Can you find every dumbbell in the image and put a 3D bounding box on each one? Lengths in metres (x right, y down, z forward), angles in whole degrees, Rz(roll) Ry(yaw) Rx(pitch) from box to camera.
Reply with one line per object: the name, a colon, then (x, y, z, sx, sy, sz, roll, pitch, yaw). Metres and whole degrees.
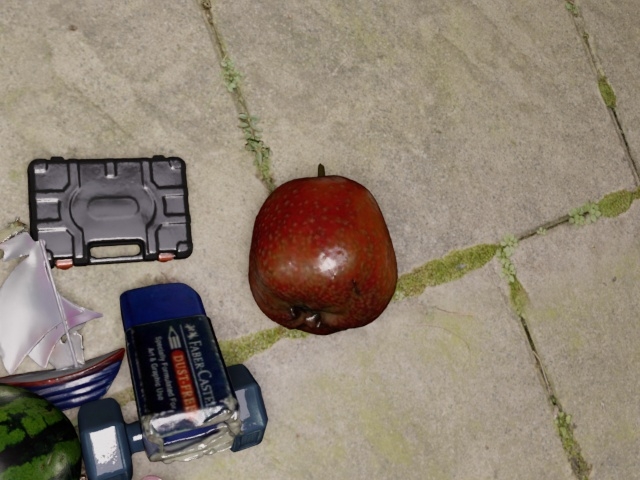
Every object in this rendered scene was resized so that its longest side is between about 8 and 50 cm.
dumbbell: (-0.258, 0.327, 1.134, 0.317, 0.156, 0.143, -12, 115, -22)

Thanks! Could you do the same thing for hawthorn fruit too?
hawthorn fruit: (0.000, 0.000, 1.238, 0.285, 0.284, 0.368, 7, 59, -19)

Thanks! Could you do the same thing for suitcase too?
suitcase: (-0.389, -0.055, 1.197, 0.286, 0.066, 0.206, -3, 81, -21)

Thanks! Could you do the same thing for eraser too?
eraser: (-0.242, 0.208, 1.081, 0.155, 0.101, 0.332, -9, 40, -19)

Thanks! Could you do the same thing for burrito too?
burrito: (-0.592, 0.032, 1.121, 0.185, 0.041, 0.045, -41, 54, -21)

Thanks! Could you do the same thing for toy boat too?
toy boat: (-0.489, 0.162, 1.094, 0.219, 0.072, 0.318, -37, 104, -13)

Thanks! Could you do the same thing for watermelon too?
watermelon: (-0.517, 0.357, 0.960, 0.285, 0.285, 0.284, 4, 79, -20)

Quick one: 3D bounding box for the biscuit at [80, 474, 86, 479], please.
biscuit: (-0.430, 0.443, 1.116, 0.092, 0.016, 0.082, 34, 75, -10)

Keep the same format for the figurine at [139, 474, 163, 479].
figurine: (-0.230, 0.574, 1.006, 0.211, 0.253, 0.361, -39, 53, 5)
